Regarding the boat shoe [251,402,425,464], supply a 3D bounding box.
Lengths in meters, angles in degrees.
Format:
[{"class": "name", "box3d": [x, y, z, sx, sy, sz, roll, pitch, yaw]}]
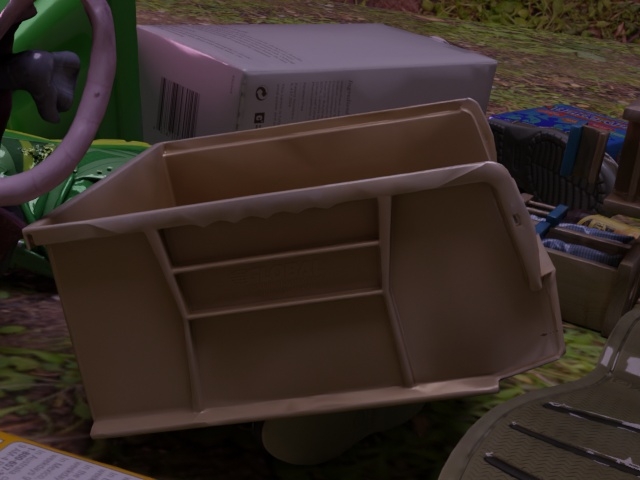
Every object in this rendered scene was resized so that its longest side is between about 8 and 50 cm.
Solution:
[{"class": "boat shoe", "box3d": [0.008, 0.097, 0.598, 0.043, 0.049, 0.137, 22, 22, 41]}]

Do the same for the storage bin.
[{"class": "storage bin", "box3d": [0.000, 0.000, 0.622, 0.260, 0.123, 0.262, -8, 13, 8]}]

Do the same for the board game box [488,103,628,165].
[{"class": "board game box", "box3d": [0.345, -0.138, 1.359, 0.160, 0.047, 0.210, 23, 24, 34]}]

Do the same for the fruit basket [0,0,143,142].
[{"class": "fruit basket", "box3d": [-0.335, -0.189, 0.965, 0.392, 0.283, 0.392, 3, 38, -2]}]

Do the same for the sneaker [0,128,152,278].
[{"class": "sneaker", "box3d": [-0.212, -0.026, 0.751, 0.295, 0.109, 0.123, -8, 25, -34]}]

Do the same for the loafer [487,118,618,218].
[{"class": "loafer", "box3d": [0.272, -0.089, 1.132, 0.087, 0.094, 0.251, -5, 24, -21]}]

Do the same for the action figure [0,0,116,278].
[{"class": "action figure", "box3d": [-0.335, -0.056, 0.537, 0.370, 0.248, 0.276, 14, -9, -30]}]

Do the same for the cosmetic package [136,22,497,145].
[{"class": "cosmetic package", "box3d": [-0.004, -0.146, 1.088, 0.365, 0.155, 0.197, -9, 27, -40]}]

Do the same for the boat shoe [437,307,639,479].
[{"class": "boat shoe", "box3d": [0.148, 0.125, 0.495, 0.113, 0.103, 0.302, 19, 23, 33]}]

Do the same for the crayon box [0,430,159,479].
[{"class": "crayon box", "box3d": [-0.041, 0.173, 0.305, 0.323, 0.083, 0.203, 11, 20, 19]}]

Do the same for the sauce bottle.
[{"class": "sauce bottle", "box3d": [0.270, -0.005, 0.986, 0.128, 0.042, 0.042, 22, 24, 39]}]

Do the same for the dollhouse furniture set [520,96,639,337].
[{"class": "dollhouse furniture set", "box3d": [0.222, -0.039, 0.848, 0.129, 0.183, 0.129, 17, 22, 23]}]
